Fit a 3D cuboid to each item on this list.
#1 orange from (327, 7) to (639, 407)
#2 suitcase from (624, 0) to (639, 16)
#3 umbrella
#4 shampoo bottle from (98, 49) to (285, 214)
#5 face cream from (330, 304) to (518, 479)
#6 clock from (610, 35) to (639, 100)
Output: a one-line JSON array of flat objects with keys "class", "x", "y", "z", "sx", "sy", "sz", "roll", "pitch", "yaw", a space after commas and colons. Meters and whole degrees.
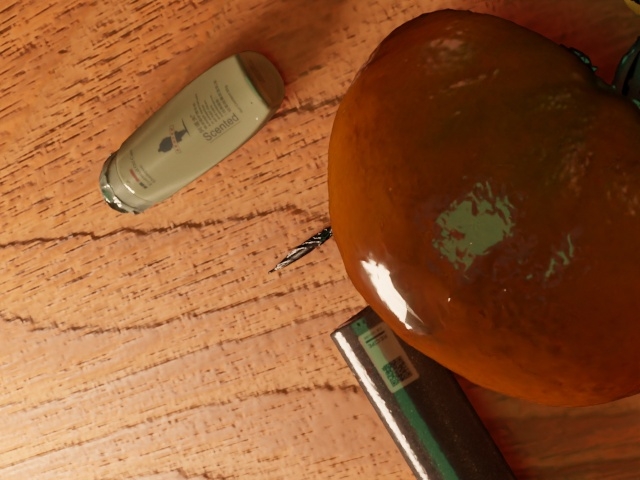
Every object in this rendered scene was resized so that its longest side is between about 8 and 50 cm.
[{"class": "orange", "x": 0.138, "y": -0.023, "z": 1.121, "sx": 0.274, "sy": 0.274, "sz": 0.310, "roll": -38, "pitch": 59, "yaw": 36}, {"class": "suitcase", "x": 0.244, "y": -0.221, "z": 0.929, "sx": 0.143, "sy": 0.194, "sz": 0.235, "roll": -13, "pitch": 77, "yaw": 31}, {"class": "umbrella", "x": 0.001, "y": -0.004, "z": 1.303, "sx": 0.022, "sy": 0.022, "sz": 0.149, "roll": 33, "pitch": 141, "yaw": -24}, {"class": "shampoo bottle", "x": -0.116, "y": -0.092, "z": 1.328, "sx": 0.212, "sy": 0.049, "sz": 0.072, "roll": -35, "pitch": 90, "yaw": 37}, {"class": "face cream", "x": 0.109, "y": 0.178, "z": 1.257, "sx": 0.073, "sy": 0.073, "sz": 0.283, "roll": -33, "pitch": 86, "yaw": 37}, {"class": "clock", "x": 0.279, "y": -0.092, "z": 1.059, "sx": 0.155, "sy": 0.063, "sz": 0.229, "roll": 28, "pitch": 118, "yaw": 22}]
